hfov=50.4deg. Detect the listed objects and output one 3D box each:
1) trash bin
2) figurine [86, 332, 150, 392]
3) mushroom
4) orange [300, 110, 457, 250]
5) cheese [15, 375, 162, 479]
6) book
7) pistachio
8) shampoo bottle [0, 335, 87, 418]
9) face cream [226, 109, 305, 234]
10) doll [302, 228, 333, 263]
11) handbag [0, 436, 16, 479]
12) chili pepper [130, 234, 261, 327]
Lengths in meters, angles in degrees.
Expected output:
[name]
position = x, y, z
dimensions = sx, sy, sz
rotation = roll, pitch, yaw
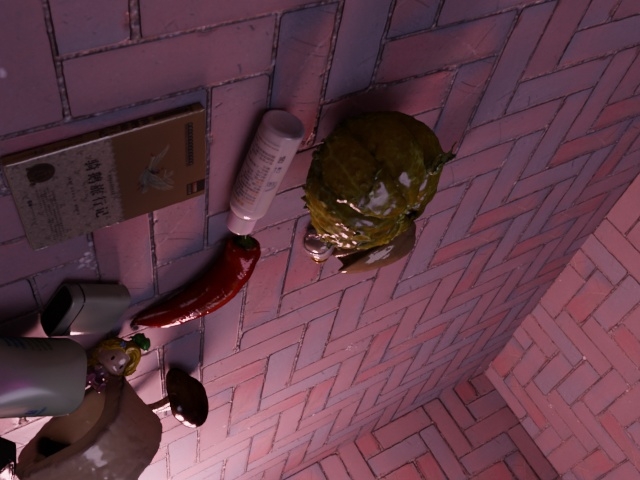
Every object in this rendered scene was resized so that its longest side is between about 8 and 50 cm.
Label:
[trash bin]
position = -0.450, 0.132, 1.307
dimensions = 0.116, 0.059, 0.130
rotation = -47, 152, 25
[figurine]
position = -0.454, 0.254, 1.495
dimensions = 0.156, 0.115, 0.094
rotation = -46, 123, -20
[mushroom]
position = -0.418, 0.432, 1.790
dimensions = 0.218, 0.148, 0.227
rotation = -17, 144, 6
[orange]
position = 0.102, -0.121, 1.334
dimensions = 0.300, 0.223, 0.301
rotation = -34, 159, -10
[cheese]
position = -0.499, 0.451, 1.471
dimensions = 0.292, 0.153, 0.332
rotation = -38, -165, -11
[book]
position = -0.332, -0.100, 1.103
dimensions = 0.310, 0.021, 0.217
rotation = -22, 150, -23
[pistachio]
position = 0.136, 0.007, 1.688
dimensions = 0.226, 0.135, 0.136
rotation = -26, 152, -2
[shampoo bottle]
position = -0.603, 0.239, 1.185
dimensions = 0.222, 0.151, 0.350
rotation = -4, 169, 43
[face cream]
position = -0.112, -0.115, 1.257
dimensions = 0.082, 0.082, 0.269
rotation = -11, 146, -37
[doll]
position = 0.000, 0.000, 1.590
dimensions = 0.084, 0.073, 0.127
rotation = -61, 166, -22
[handbag]
position = -0.728, 0.439, 1.336
dimensions = 0.247, 0.080, 0.223
rotation = 23, 129, -5
[chili pepper]
position = -0.237, 0.091, 1.450
dimensions = 0.368, 0.092, 0.137
rotation = -45, 139, 15
